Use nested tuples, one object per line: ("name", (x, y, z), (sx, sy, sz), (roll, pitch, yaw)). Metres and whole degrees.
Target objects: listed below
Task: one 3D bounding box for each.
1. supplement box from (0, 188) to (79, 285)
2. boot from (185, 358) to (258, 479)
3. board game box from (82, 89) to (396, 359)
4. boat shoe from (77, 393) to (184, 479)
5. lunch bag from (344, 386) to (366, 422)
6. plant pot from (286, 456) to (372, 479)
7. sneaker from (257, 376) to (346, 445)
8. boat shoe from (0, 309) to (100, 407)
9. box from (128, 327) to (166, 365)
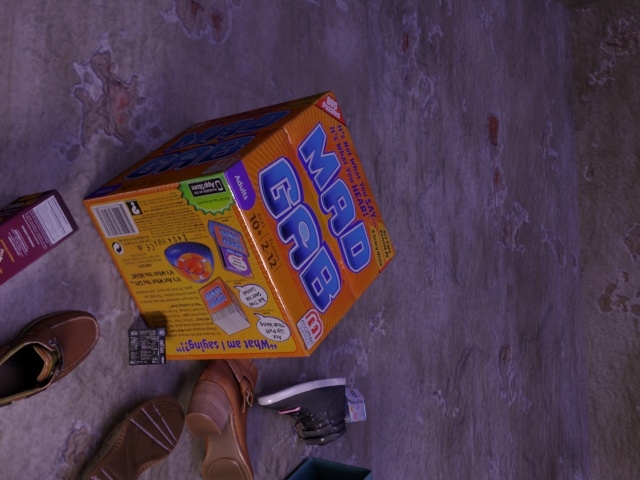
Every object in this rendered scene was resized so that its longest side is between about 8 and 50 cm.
("supplement box", (-0.492, 0.000, 1.383), (0.188, 0.104, 0.080), (-47, 120, -46))
("boot", (-0.178, 0.356, 1.761), (0.220, 0.109, 0.283), (-71, 144, -52))
("board game box", (-0.138, -0.023, 1.644), (0.356, 0.357, 0.356), (-45, 120, -46))
("boat shoe", (-0.346, 0.377, 1.542), (0.104, 0.089, 0.285), (56, 39, -9))
("lunch bag", (0.071, 0.395, 2.107), (0.071, 0.053, 0.083), (11, 66, -53))
("plant pot", (0.020, 0.631, 1.915), (0.166, 0.165, 0.234), (-32, 117, -51))
("sneaker", (-0.027, 0.384, 1.932), (0.296, 0.105, 0.146), (6, 74, -57))
("boat shoe", (-0.455, 0.198, 1.398), (0.307, 0.104, 0.110), (-34, 111, -50))
("box", (-0.317, 0.194, 1.599), (0.018, 0.083, 0.067), (4, 80, -52))
